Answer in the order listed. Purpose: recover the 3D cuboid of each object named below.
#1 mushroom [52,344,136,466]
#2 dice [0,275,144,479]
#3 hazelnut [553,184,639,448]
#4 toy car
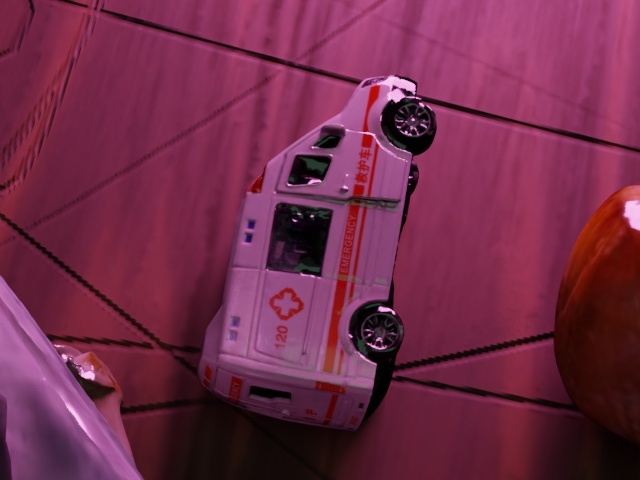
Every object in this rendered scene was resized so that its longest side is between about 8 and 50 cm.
[{"bbox_3d":[-0.099,0.153,0.985,0.092,0.081,0.223,-36,76,-19],"label":"mushroom"},{"bbox_3d":[-0.269,0.116,0.793,0.328,0.348,0.330,-36,76,-7],"label":"dice"},{"bbox_3d":[0.208,0.046,1.067,0.150,0.150,0.150,4,66,-8],"label":"hazelnut"},{"bbox_3d":[0.000,0.000,1.065,0.108,0.089,0.209,11,69,0],"label":"toy car"}]
